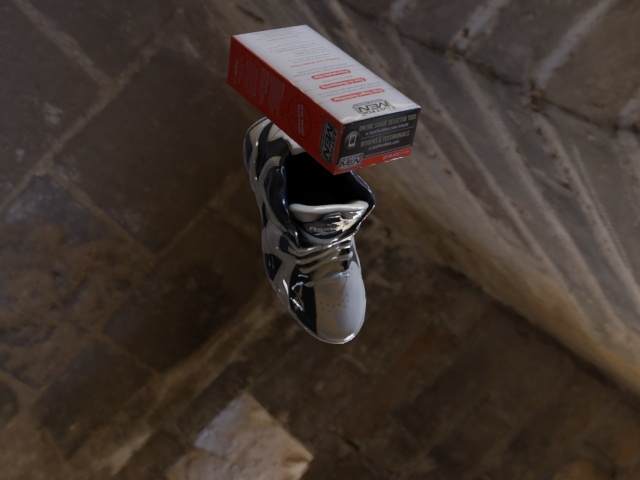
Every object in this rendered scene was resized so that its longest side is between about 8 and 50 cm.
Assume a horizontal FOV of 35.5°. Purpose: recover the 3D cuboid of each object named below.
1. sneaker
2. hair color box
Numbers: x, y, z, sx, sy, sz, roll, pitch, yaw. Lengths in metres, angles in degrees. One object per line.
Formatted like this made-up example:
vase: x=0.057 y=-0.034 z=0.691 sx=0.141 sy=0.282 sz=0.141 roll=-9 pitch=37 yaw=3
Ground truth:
sneaker: x=0.000 y=0.000 z=0.923 sx=0.094 sy=0.153 sz=0.235 roll=-13 pitch=102 yaw=-11
hair color box: x=-0.001 y=-0.105 z=0.723 sx=0.072 sy=0.141 sz=0.043 roll=-16 pitch=132 yaw=-32
